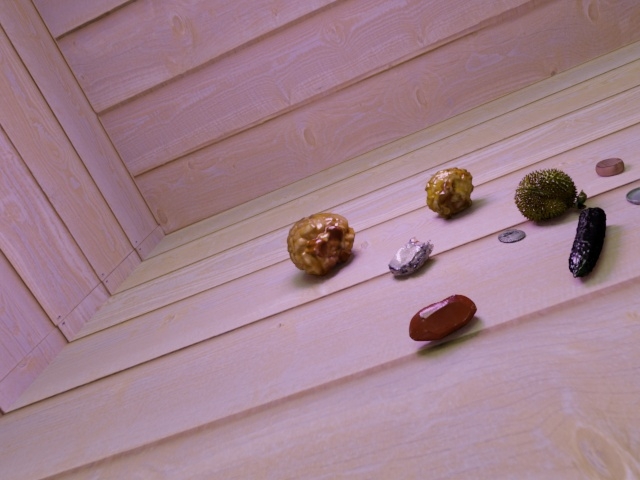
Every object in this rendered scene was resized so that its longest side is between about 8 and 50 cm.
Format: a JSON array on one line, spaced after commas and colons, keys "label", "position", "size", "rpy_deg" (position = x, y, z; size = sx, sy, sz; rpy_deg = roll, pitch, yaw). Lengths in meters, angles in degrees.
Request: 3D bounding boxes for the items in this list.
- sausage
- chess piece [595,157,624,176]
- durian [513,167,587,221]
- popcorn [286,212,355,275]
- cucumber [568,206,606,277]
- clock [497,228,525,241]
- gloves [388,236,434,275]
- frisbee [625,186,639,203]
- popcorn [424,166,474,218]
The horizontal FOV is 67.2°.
[{"label": "sausage", "position": [0.298, 0.189, 1.173], "size": [0.179, 0.089, 0.089], "rpy_deg": [-26, 19, -12]}, {"label": "chess piece", "position": [0.962, -0.244, 1.602], "size": [0.083, 0.038, 0.084], "rpy_deg": [-21, 17, 7]}, {"label": "durian", "position": [0.695, -0.147, 1.482], "size": [0.198, 0.159, 0.146], "rpy_deg": [-19, 7, 3]}, {"label": "popcorn", "position": [0.000, 0.000, 1.852], "size": [0.265, 0.225, 0.332], "rpy_deg": [-29, 7, 1]}, {"label": "cucumber", "position": [0.683, 0.006, 1.227], "size": [0.072, 0.072, 0.300], "rpy_deg": [-8, 26, 39]}, {"label": "clock", "position": [0.588, -0.015, 1.480], "size": [0.074, 0.010, 0.083], "rpy_deg": [-29, 20, -16]}, {"label": "gloves", "position": [0.292, 0.060, 1.549], "size": [0.153, 0.070, 0.114], "rpy_deg": [-40, 32, -22]}, {"label": "frisbee", "position": [0.933, -0.131, 1.371], "size": [0.110, 0.014, 0.110], "rpy_deg": [-21, 19, 7]}, {"label": "popcorn", "position": [0.489, -0.179, 1.795], "size": [0.197, 0.198, 0.155], "rpy_deg": [-26, 34, -4]}]
